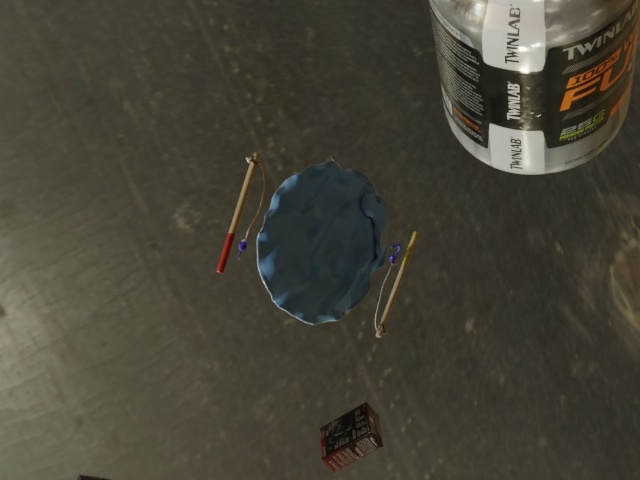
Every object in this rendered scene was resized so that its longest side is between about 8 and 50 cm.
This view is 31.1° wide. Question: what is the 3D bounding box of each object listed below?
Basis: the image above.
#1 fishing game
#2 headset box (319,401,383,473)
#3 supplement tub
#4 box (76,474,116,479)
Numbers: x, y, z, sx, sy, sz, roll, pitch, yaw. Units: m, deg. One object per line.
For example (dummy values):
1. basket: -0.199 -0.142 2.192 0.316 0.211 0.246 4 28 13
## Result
1. fishing game: 0.000 0.000 1.310 0.041 0.264 0.189 12 84 53
2. headset box: 0.035 0.252 1.461 0.083 0.062 0.032 -33 116 15
3. supplement tub: 0.199 -0.210 1.068 0.194 0.316 0.193 -4 65 10
4. box: -0.108 0.402 1.024 0.313 0.179 0.343 12 120 -25
